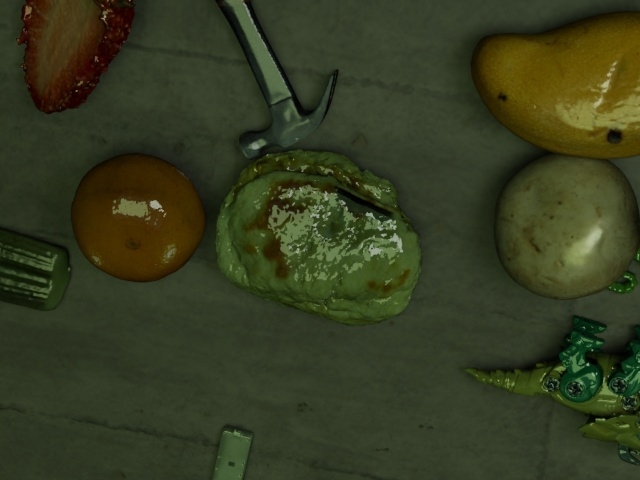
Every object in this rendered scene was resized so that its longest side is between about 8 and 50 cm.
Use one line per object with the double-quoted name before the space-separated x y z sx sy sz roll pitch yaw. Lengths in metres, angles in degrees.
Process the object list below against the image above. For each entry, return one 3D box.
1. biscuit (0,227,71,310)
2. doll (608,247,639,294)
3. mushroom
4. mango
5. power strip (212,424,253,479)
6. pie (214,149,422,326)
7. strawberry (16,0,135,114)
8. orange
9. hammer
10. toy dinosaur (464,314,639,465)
"biscuit" -0.471 0.014 1.516 0.322 0.038 0.099 16 107 5
"doll" 0.403 0.047 1.364 0.190 0.050 0.115 25 119 8
"mushroom" 0.269 -0.016 1.326 0.166 0.127 0.166 -7 72 24
"mango" 0.291 -0.164 1.275 0.262 0.109 0.157 5 90 18
"power strip" -0.113 0.279 1.549 0.040 0.016 0.090 15 109 6
"pie" 0.000 0.000 1.398 0.248 0.090 0.201 17 109 0
"strawberry" -0.281 -0.254 1.379 0.167 0.087 0.208 55 136 11
"orange" -0.211 -0.029 1.410 0.156 0.124 0.156 1 124 1
"hammer" -0.079 -0.244 1.358 0.137 0.037 0.290 -20 104 16
"toy dinosaur" 0.300 0.158 1.403 0.259 0.094 0.153 18 107 13
